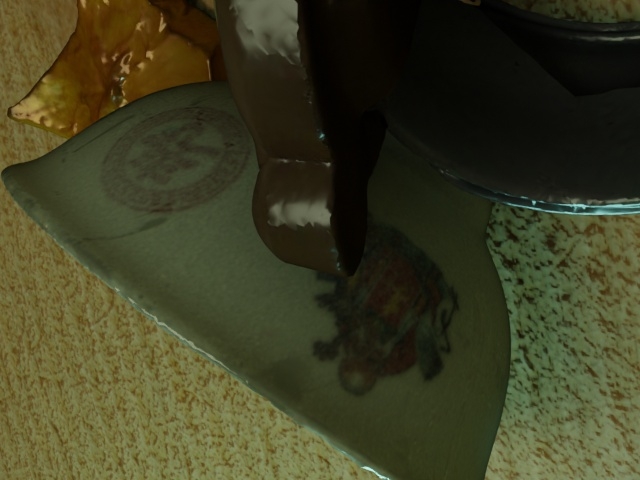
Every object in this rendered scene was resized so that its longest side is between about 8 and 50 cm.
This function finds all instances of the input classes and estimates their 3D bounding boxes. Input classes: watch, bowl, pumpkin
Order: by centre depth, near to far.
[{"bbox_3d":[0.117,-0.163,0.666,0.327,0.314,0.335,2,146,17],"label":"watch"},{"bbox_3d":[0.000,0.000,0.926,0.435,0.435,0.196,37,91,22],"label":"bowl"},{"bbox_3d":[-0.173,-0.144,1.129,0.258,0.095,0.290,45,133,21],"label":"pumpkin"}]
